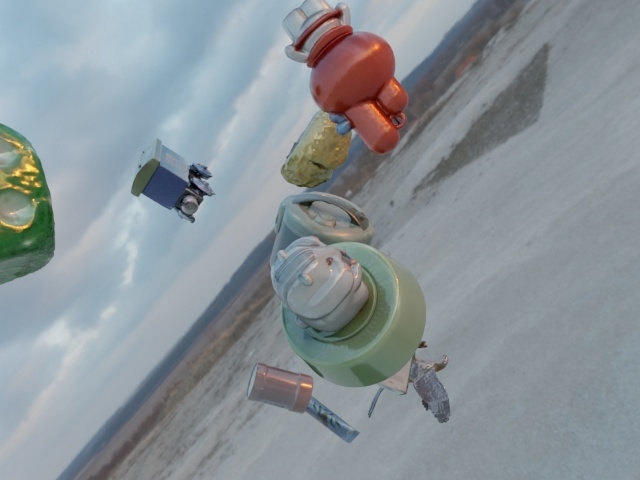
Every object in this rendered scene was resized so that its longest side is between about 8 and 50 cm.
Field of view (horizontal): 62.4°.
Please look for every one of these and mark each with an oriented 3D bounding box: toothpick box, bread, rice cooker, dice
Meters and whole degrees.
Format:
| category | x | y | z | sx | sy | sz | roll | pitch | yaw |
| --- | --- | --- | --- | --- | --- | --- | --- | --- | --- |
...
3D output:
| category | x | y | z | sx | sy | sz | roll | pitch | yaw |
| --- | --- | --- | --- | --- | --- | --- | --- | --- | --- |
| toothpick box | -0.104 | 0.373 | 1.339 | 0.098 | 0.149 | 0.098 | -162 | 90 | -79 |
| bread | -0.004 | -0.245 | 1.447 | 0.244 | 0.134 | 0.244 | -56 | 12 | 18 |
| rice cooker | 0.000 | 0.000 | 1.829 | 0.335 | 0.336 | 0.325 | -55 | -16 | -59 |
| dice | -0.726 | -0.055 | 1.062 | 0.287 | 0.299 | 0.297 | -12 | -11 | -42 |

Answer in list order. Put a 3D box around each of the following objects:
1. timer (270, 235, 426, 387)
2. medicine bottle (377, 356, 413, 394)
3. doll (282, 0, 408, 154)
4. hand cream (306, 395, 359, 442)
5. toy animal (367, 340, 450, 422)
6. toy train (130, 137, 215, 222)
| category | x | y | z | sx | sy | sz | roll | pitch | yaw |
| --- | --- | --- | --- | --- | --- | --- | --- | --- | --- |
| timer | 0.021 | 0.102 | 0.995 | 0.290 | 0.291 | 0.315 | -49 | -36 | -3 |
| medicine bottle | 0.210 | 0.398 | 1.757 | 0.052 | 0.201 | 0.171 | -41 | 27 | 54 |
| doll | 0.054 | -0.284 | 0.910 | 0.161 | 0.290 | 0.130 | -38 | 1 | -2 |
| hand cream | 0.010 | 0.609 | 1.849 | 0.058 | 0.271 | 0.091 | -44 | -14 | -50 |
| toy animal | 0.329 | 0.518 | 1.977 | 0.225 | 0.285 | 0.301 | 36 | -123 | -85 |
| toy train | -0.401 | -0.169 | 1.441 | 0.131 | 0.202 | 0.299 | -53 | 24 | 8 |
